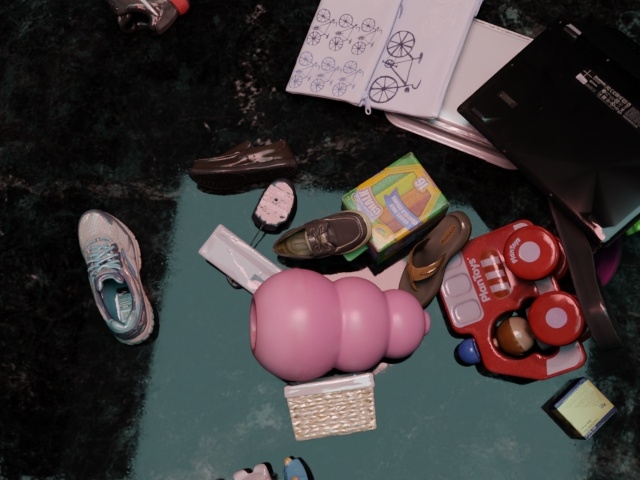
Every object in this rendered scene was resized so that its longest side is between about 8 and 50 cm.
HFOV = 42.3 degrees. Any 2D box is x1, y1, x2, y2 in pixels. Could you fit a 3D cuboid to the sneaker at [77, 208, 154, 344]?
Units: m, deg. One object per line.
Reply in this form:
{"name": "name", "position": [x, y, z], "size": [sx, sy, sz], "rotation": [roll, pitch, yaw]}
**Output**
{"name": "sneaker", "position": [-0.398, 0.059, 1.598], "size": [0.110, 0.122, 0.283], "rotation": [-24, 77, -4]}

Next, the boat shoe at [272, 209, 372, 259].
{"name": "boat shoe", "position": [-0.001, -0.001, 1.560], "size": [0.073, 0.223, 0.080], "rotation": [-20, 94, -45]}

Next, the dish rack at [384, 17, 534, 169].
{"name": "dish rack", "position": [0.320, -0.324, 1.689], "size": [0.333, 0.072, 0.285], "rotation": [22, 79, 8]}

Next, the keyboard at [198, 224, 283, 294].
{"name": "keyboard", "position": [-0.117, 0.072, 1.623], "size": [0.256, 0.014, 0.072], "rotation": [37, 88, 0]}

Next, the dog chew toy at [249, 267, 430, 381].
{"name": "dog chew toy", "position": [0.040, 0.154, 1.528], "size": [0.332, 0.206, 0.206], "rotation": [0, 77, -12]}

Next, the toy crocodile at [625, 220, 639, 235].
{"name": "toy crocodile", "position": [0.744, -0.095, 1.613], "size": [0.340, 0.105, 0.115], "rotation": [-24, 76, 1]}

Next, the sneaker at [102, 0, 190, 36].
{"name": "sneaker", "position": [-0.420, -0.517, 1.743], "size": [0.276, 0.097, 0.135], "rotation": [26, 77, 6]}

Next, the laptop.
{"name": "laptop", "position": [0.548, -0.216, 1.558], "size": [0.408, 0.236, 0.382], "rotation": [-41, 64, 2]}

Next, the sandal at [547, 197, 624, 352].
{"name": "sandal", "position": [0.498, 0.001, 1.497], "size": [0.107, 0.167, 0.446], "rotation": [-21, 45, 21]}

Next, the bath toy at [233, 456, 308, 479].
{"name": "bath toy", "position": [-0.179, 0.515, 1.491], "size": [0.348, 0.151, 0.129], "rotation": [-15, 112, -1]}

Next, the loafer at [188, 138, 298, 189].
{"name": "loafer", "position": [-0.157, -0.157, 1.670], "size": [0.220, 0.080, 0.078], "rotation": [-6, 67, -5]}

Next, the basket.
{"name": "basket", "position": [0.023, 0.305, 1.530], "size": [0.167, 0.113, 0.103], "rotation": [-9, 84, 1]}

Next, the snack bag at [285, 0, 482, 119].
{"name": "snack bag", "position": [0.132, -0.409, 1.687], "size": [0.342, 0.037, 0.323], "rotation": [17, 77, 22]}

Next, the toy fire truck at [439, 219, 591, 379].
{"name": "toy fire truck", "position": [0.360, 0.119, 1.556], "size": [0.254, 0.169, 0.302], "rotation": [-23, 76, 21]}

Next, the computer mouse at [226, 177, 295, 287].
{"name": "computer mouse", "position": [-0.121, -0.016, 1.654], "size": [0.071, 0.041, 0.242], "rotation": [30, 86, -1]}

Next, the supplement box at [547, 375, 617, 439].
{"name": "supplement box", "position": [0.487, 0.313, 1.543], "size": [0.083, 0.056, 0.083], "rotation": [-42, 79, -7]}

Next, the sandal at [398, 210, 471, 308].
{"name": "sandal", "position": [0.206, 0.037, 1.570], "size": [0.090, 0.060, 0.219], "rotation": [53, 123, 34]}

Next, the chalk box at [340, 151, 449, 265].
{"name": "chalk box", "position": [0.122, -0.046, 1.599], "size": [0.213, 0.132, 0.132], "rotation": [-34, 78, -6]}
